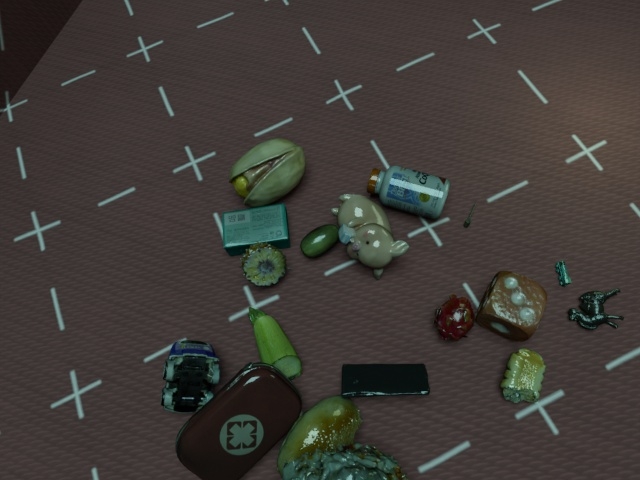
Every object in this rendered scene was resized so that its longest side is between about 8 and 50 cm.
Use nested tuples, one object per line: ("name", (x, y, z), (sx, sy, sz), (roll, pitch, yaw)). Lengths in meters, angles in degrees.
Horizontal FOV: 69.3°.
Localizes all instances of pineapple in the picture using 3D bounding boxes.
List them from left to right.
("pineapple", (-0.214, 0.070, 1.690), (0.161, 0.176, 0.137), (-54, 30, 9))

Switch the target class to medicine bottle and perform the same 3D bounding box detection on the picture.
("medicine bottle", (0.324, -0.188, 1.733), (0.288, 0.157, 0.157), (17, 70, 12))

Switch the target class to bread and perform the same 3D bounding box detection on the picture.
("bread", (-0.002, 0.607, 1.411), (0.171, 0.192, 0.314), (32, 68, 36))
("bread", (0.651, 0.437, 1.485), (0.119, 0.084, 0.177), (23, 71, 12))

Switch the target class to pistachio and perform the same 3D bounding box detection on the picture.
("pistachio", (-0.196, -0.266, 1.776), (0.308, 0.230, 0.230), (-34, 69, -17))

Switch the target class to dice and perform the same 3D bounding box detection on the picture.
("dice", (0.631, 0.216, 1.531), (0.174, 0.175, 0.179), (27, 69, 15))

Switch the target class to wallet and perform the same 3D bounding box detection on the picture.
("wallet", (0.209, 0.452, 1.508), (0.285, 0.030, 0.146), (-3, 24, 5))

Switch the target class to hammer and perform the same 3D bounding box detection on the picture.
("hammer", (0.567, -0.100, 1.746), (0.019, 0.035, 0.110), (23, 63, 13))

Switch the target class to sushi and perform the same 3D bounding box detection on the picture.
("sushi", (0.060, 0.736, 1.280), (0.417, 0.418, 0.176), (-25, 25, -5))

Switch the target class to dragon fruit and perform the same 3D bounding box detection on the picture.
("dragon fruit", (0.454, 0.255, 1.554), (0.136, 0.133, 0.166), (37, 64, 9))

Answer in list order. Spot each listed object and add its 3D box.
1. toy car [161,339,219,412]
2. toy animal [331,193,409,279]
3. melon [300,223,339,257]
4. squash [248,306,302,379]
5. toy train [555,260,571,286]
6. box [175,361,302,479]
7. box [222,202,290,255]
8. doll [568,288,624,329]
("toy car", (-0.434, 0.447, 1.537), (0.172, 0.158, 0.235), (9, 108, -19))
("toy animal", (0.165, -0.027, 1.652), (0.212, 0.195, 0.256), (11, 53, -26))
("melon", (0.000, 0.000, 1.716), (0.162, 0.099, 0.099), (-33, 69, -4))
("squash", (-0.163, 0.336, 1.583), (0.137, 0.137, 0.288), (-21, 65, -4))
("toy train", (0.849, 0.114, 1.621), (0.029, 0.045, 0.092), (-4, 70, 1))
("box", (-0.248, 0.570, 1.437), (0.404, 0.108, 0.263), (-44, 107, -4))
("box", (-0.243, -0.039, 1.760), (0.244, 0.092, 0.153), (-7, 66, 1))
("doll", (0.924, 0.232, 1.562), (0.165, 0.057, 0.139), (0, 71, 11))
